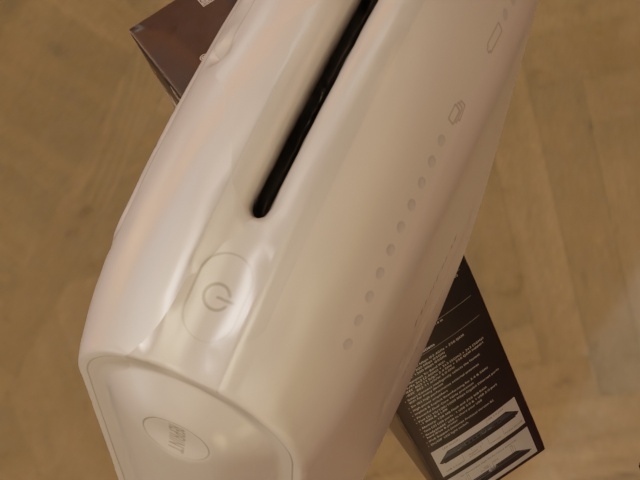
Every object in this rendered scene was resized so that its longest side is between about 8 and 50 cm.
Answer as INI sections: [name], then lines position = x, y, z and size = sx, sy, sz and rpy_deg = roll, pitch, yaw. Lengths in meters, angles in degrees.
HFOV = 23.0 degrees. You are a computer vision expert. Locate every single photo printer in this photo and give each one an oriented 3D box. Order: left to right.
[photo printer]
position = 0.000, 0.000, 0.667
size = 0.107, 0.256, 0.307
rpy_deg = 23, 157, 8

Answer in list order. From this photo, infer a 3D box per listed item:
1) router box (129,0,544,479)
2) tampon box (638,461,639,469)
[router box]
position = 0.009, -0.003, 1.039
size = 0.081, 0.309, 0.243
rpy_deg = -34, 137, -5
[tampon box]
position = 0.284, 0.156, 0.879
size = 0.120, 0.101, 0.161
rpy_deg = -40, 107, -6
